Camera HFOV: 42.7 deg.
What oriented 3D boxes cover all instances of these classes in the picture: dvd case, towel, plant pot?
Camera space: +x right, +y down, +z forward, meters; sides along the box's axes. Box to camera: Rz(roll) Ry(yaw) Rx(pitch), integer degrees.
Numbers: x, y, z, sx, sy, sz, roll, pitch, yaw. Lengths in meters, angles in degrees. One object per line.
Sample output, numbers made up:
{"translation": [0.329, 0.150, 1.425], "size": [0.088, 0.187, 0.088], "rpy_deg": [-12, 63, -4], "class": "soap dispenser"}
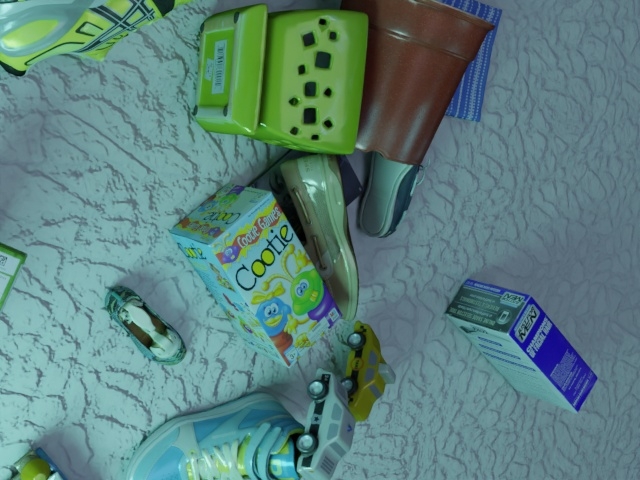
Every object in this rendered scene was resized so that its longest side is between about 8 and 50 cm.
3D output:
{"translation": [-0.029, -0.090, 1.505], "size": [0.221, 0.018, 0.164], "rpy_deg": [-43, 121, -22], "class": "dvd case"}
{"translation": [0.224, -0.381, 1.618], "size": [0.336, 0.040, 0.243], "rpy_deg": [6, 96, -36], "class": "towel"}
{"translation": [0.124, -0.286, 1.414], "size": [0.272, 0.272, 0.265], "rpy_deg": [9, 108, -37], "class": "plant pot"}
{"translation": [-0.075, -0.263, 1.317], "size": [0.207, 0.227, 0.228], "rpy_deg": [2, 98, -30], "class": "plant pot"}

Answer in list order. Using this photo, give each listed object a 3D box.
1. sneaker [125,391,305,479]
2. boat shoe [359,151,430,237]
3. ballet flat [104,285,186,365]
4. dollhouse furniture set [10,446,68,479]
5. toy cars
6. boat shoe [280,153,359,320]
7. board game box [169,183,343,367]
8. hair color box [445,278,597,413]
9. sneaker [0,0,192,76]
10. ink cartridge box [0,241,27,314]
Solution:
{"translation": [-0.154, 0.370, 1.385], "size": [0.319, 0.208, 0.127], "rpy_deg": [-22, 113, -30], "class": "sneaker"}
{"translation": [0.150, -0.125, 1.573], "size": [0.079, 0.095, 0.254], "rpy_deg": [-4, 111, -55], "class": "boat shoe"}
{"translation": [-0.279, 0.150, 1.342], "size": [0.070, 0.070, 0.188], "rpy_deg": [-52, 124, -16], "class": "ballet flat"}
{"translation": [-0.440, 0.519, 1.215], "size": [0.286, 0.198, 0.303], "rpy_deg": [-38, 118, -24], "class": "dollhouse furniture set"}
{"translation": [0.060, 0.285, 1.479], "size": [0.394, 0.087, 0.176], "rpy_deg": [-41, 127, -62], "class": "toy cars"}
{"translation": [0.000, 0.000, 1.474], "size": [0.110, 0.121, 0.341], "rpy_deg": [-11, 118, -2], "class": "boat shoe"}
{"translation": [-0.105, 0.058, 1.400], "size": [0.142, 0.144, 0.275], "rpy_deg": [-43, 121, -22], "class": "board game box"}
{"translation": [0.446, 0.233, 1.805], "size": [0.339, 0.185, 0.110], "rpy_deg": [43, 73, -34], "class": "hair color box"}
{"translation": [-0.317, -0.353, 1.199], "size": [0.385, 0.145, 0.147], "rpy_deg": [-23, 142, -33], "class": "sneaker"}
{"translation": [-0.504, 0.115, 1.072], "size": [0.097, 0.189, 0.255], "rpy_deg": [29, 72, -32], "class": "ink cartridge box"}
